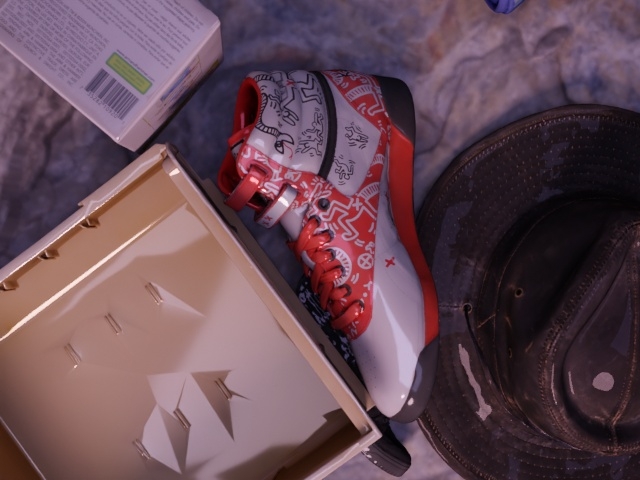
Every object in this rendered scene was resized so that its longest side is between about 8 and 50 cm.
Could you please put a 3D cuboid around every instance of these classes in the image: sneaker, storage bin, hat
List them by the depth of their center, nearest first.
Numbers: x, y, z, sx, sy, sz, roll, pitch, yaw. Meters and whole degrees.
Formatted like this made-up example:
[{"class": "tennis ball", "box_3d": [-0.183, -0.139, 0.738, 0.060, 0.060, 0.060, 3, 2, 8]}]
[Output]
[{"class": "storage bin", "box_3d": [-0.136, 0.103, 0.867, 0.262, 0.123, 0.260, -37, 88, 4]}, {"class": "sneaker", "box_3d": [-0.001, 0.000, 0.871, 0.145, 0.090, 0.270, 4, 71, -23]}, {"class": "hat", "box_3d": [0.213, 0.060, 0.911, 0.331, 0.134, 0.331, 0, 93, -4]}, {"class": "sneaker", "box_3d": [0.030, 0.100, 0.940, 0.170, 0.051, 0.089, 44, 92, -3]}]

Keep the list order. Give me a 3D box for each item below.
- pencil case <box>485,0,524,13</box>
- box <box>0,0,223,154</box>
[{"class": "pencil case", "box_3d": [0.232, -0.288, 0.904, 0.306, 0.133, 0.119, -27, 140, -2]}, {"class": "box", "box_3d": [-0.142, -0.137, 0.838, 0.114, 0.203, 0.103, 41, 89, -4]}]
